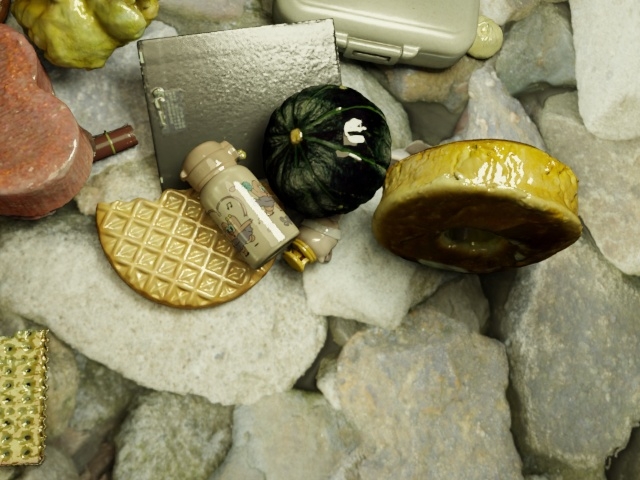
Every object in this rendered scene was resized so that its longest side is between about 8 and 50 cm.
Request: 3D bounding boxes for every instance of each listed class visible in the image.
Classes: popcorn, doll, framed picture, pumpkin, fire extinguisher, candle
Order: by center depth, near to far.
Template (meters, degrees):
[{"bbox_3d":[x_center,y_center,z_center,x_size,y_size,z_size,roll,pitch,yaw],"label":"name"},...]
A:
[{"bbox_3d":[-0.525,-0.175,1.204,0.287,0.131,0.317,-28,74,-9],"label":"candle"},{"bbox_3d":[0.009,-0.143,1.257,0.162,0.220,0.220,20,65,-48],"label":"pumpkin"},{"bbox_3d":[-0.371,-0.393,1.258,0.266,0.192,0.233,16,54,34],"label":"popcorn"},{"bbox_3d":[-0.368,-0.152,1.291,0.132,0.039,0.056,-25,73,-18],"label":"fire extinguisher"},{"bbox_3d":[0.000,0.000,1.317,0.127,0.073,0.084,-46,120,-16],"label":"doll"},{"bbox_3d":[-0.121,-0.229,1.328,0.339,0.014,0.255,-11,101,-15],"label":"framed picture"}]

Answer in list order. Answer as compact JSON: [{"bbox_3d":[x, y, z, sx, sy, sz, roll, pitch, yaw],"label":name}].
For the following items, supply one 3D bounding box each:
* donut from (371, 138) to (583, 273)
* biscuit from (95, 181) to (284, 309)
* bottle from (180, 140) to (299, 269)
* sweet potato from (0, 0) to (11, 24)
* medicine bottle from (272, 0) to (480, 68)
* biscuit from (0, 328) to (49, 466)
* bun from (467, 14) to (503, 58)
[{"bbox_3d":[0.252,-0.055,1.259,0.330,0.330,0.160,18,64,-7],"label":"donut"},{"bbox_3d":[-0.199,0.008,1.277,0.309,0.040,0.204,-8,78,-15],"label":"biscuit"},{"bbox_3d":[-0.127,-0.066,1.240,0.110,0.097,0.209,-38,87,-12],"label":"bottle"},{"bbox_3d":[-0.544,-0.397,1.329,0.034,0.034,0.095,13,79,-8],"label":"sweet potato"},{"bbox_3d":[0.104,-0.461,1.440,0.375,0.123,0.282,9,73,-9],"label":"medicine bottle"},{"bbox_3d":[-0.477,0.234,1.165,0.144,0.016,0.203,-2,75,-13],"label":"biscuit"},{"bbox_3d":[0.311,-0.394,1.502,0.086,0.055,0.086,3,72,-10],"label":"bun"}]
